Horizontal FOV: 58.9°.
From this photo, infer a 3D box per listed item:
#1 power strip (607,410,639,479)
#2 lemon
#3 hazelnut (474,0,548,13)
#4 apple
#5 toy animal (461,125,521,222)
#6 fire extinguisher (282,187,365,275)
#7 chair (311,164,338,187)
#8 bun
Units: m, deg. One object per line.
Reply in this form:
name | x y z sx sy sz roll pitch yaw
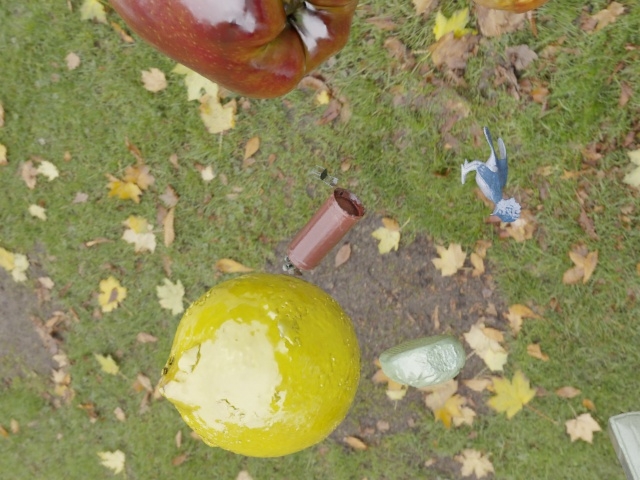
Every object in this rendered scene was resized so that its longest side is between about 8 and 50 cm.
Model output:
power strip | 0.482 0.375 0.808 0.052 0.272 0.078 -16 140 14
lemon | -0.054 0.115 0.534 0.173 0.206 0.174 -2 87 43
hazelnut | 0.306 -0.453 0.888 0.181 0.182 0.182 6 115 12
apple | -0.101 -0.323 0.631 0.317 0.288 0.288 47 121 24
toy animal | 0.469 -0.176 1.529 0.176 0.239 0.256 12 122 17
fire extinguisher | 0.000 0.000 1.596 0.337 0.147 0.107 -48 61 35
chair | 0.015 -0.210 1.836 0.086 0.037 0.042 29 161 21
bun | 0.255 0.301 1.394 0.221 0.221 0.109 -18 85 21
